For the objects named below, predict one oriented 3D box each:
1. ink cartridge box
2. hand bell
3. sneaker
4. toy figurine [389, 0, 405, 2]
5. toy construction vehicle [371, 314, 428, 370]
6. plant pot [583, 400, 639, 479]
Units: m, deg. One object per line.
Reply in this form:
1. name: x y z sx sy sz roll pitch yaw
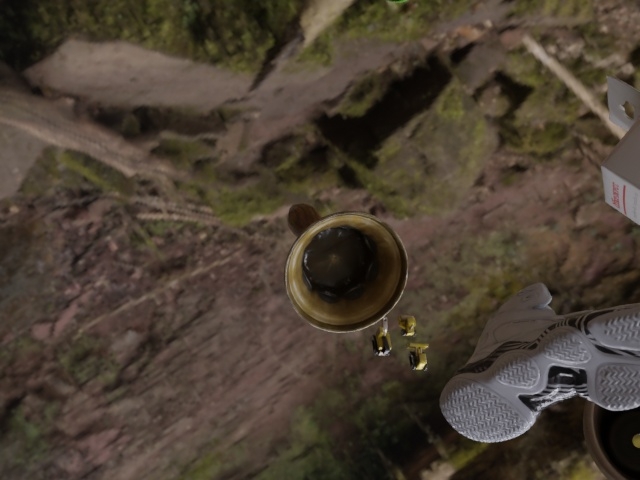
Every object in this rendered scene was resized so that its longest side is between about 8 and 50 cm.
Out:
1. ink cartridge box: 0.507 -0.062 1.324 0.119 0.353 0.207 -51 158 1
2. hand bell: 0.000 0.000 1.056 0.126 0.126 0.242 -32 -160 -3
3. sneaker: 0.334 0.130 1.279 0.366 0.137 0.210 -29 -165 36
4. toy figurine: 0.150 -0.372 1.145 0.159 0.173 0.130 -10 -172 -32
5. toy construction vehicle: 0.125 0.150 1.496 0.086 0.098 0.035 8 142 -15
6. plant pot: 0.593 0.345 1.738 0.263 0.263 0.229 -32 161 -5
